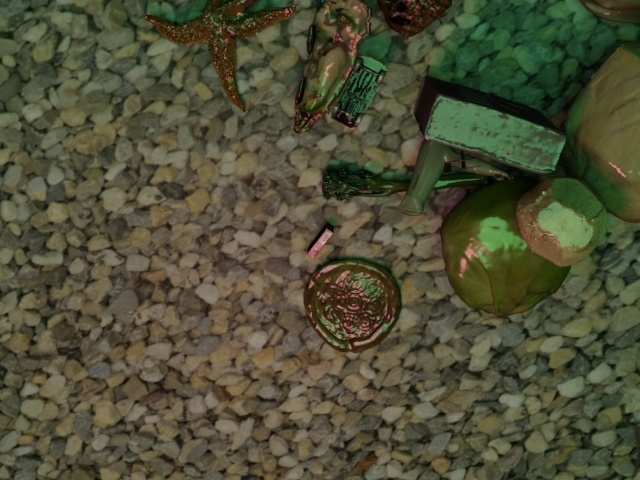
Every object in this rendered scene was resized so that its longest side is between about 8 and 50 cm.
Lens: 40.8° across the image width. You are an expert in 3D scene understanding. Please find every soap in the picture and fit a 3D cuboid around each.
[{"bbox_3d":[0.350,-0.247,1.835,0.285,0.296,0.107,17,109,-5],"label":"soap"}]

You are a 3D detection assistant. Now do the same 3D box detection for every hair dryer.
[{"bbox_3d":[0.307,-0.136,1.896,0.237,0.075,0.206,11,69,32],"label":"hair dryer"}]

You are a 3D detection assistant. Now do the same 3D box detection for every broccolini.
[{"bbox_3d":[0.197,-0.139,1.992,0.392,0.074,0.079,-5,109,4],"label":"broccolini"}]

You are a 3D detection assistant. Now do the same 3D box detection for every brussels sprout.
[{"bbox_3d":[0.424,0.007,1.945,0.328,0.247,0.328,0,122,0],"label":"brussels sprout"}]

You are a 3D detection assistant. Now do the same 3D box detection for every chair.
[{"bbox_3d":[0.303,-0.173,1.860,0.086,0.037,0.042,-11,142,17],"label":"chair"}]

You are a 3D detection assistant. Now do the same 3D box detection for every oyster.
[{"bbox_3d":[0.006,-0.389,1.897,0.128,0.078,0.345,6,124,-26],"label":"oyster"}]

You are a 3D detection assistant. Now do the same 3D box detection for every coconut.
[{"bbox_3d":[0.487,-0.042,1.737,0.194,0.194,0.194,1,109,2],"label":"coconut"},{"bbox_3d":[0.716,-0.240,1.795,0.344,0.415,0.415,43,107,14],"label":"coconut"}]

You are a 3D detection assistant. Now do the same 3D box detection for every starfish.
[{"bbox_3d":[-0.184,-0.483,1.889,0.293,0.084,0.301,-43,98,16],"label":"starfish"}]

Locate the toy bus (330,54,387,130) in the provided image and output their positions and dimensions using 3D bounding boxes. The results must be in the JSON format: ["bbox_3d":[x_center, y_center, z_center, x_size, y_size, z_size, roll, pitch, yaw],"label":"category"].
[{"bbox_3d":[0.088,-0.334,1.931,0.069,0.074,0.162,29,110,1],"label":"toy bus"}]

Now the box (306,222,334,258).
[{"bbox_3d":[0.000,0.000,2.059,0.023,0.051,0.082,35,106,-8],"label":"box"}]

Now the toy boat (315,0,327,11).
[{"bbox_3d":[0.032,-0.571,1.864,0.075,0.077,0.185,17,100,-2],"label":"toy boat"}]

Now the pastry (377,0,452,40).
[{"bbox_3d":[0.195,-0.554,1.760,0.193,0.275,0.275,-18,107,4],"label":"pastry"}]

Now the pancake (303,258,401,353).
[{"bbox_3d":[0.080,0.157,2.120,0.250,0.031,0.250,1,108,2],"label":"pancake"}]

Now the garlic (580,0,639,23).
[{"bbox_3d":[0.668,-0.579,1.807,0.292,0.210,0.237,21,143,-9],"label":"garlic"}]
